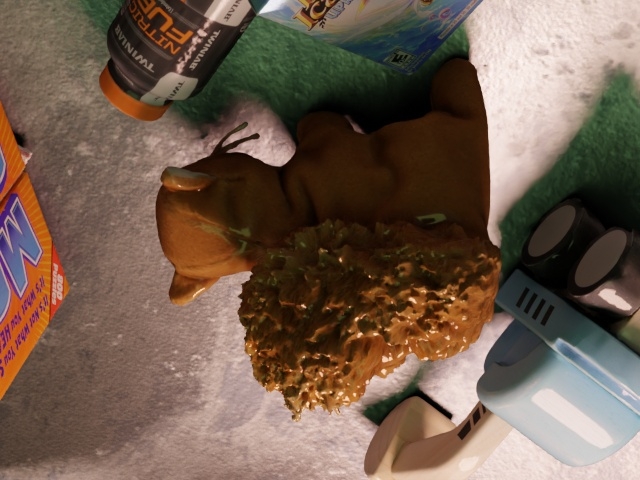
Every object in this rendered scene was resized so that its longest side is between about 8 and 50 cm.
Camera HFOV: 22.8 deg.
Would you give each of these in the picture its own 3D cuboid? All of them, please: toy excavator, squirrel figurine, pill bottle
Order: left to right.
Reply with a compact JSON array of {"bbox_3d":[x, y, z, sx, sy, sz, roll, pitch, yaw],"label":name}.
[{"bbox_3d":[-0.156,-0.248,1.790,0.130,0.130,0.245,31,121,-13],"label":"pill bottle"},{"bbox_3d":[0.000,0.000,1.776,0.371,0.397,0.281,1,129,-5],"label":"squirrel figurine"},{"bbox_3d":[0.252,0.183,1.951,0.222,0.433,0.445,39,91,-18],"label":"toy excavator"}]

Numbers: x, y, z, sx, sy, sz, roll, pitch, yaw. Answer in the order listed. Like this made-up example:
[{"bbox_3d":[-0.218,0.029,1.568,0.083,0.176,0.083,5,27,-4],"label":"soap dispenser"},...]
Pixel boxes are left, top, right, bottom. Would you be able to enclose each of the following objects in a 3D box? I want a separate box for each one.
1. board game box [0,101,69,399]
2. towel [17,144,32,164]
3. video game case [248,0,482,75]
[{"bbox_3d":[-0.561,0.018,1.847,0.357,0.356,0.356,-8,117,17],"label":"board game box"},{"bbox_3d":[-0.460,-0.071,2.004,0.144,0.029,0.197,26,122,-7],"label":"towel"},{"bbox_3d":[0.090,-0.314,1.690,0.244,0.061,0.269,17,128,-41],"label":"video game case"}]
